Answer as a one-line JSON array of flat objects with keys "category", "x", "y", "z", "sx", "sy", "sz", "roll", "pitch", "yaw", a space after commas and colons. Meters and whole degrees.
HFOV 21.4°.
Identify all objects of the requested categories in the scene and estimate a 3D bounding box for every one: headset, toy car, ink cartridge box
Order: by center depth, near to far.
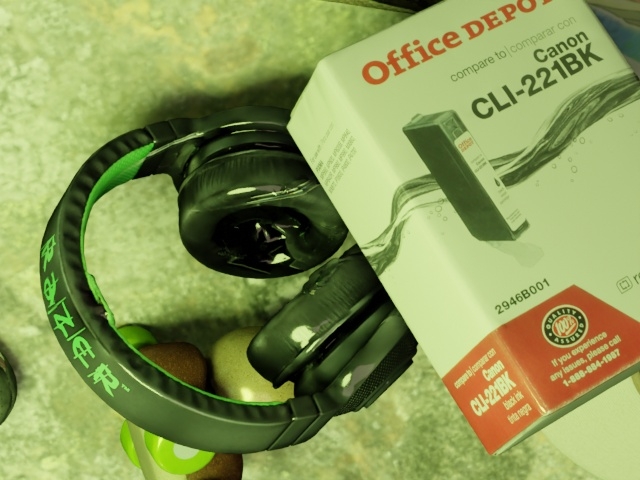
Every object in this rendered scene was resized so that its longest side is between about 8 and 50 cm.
[{"category": "ink cartridge box", "x": 0.133, "y": -0.029, "z": 1.130, "sx": 0.197, "sy": 0.114, "sz": 0.272, "roll": -28, "pitch": 77, "yaw": -21}, {"category": "headset", "x": 0.000, "y": 0.000, "z": 1.198, "sx": 0.394, "sy": 0.243, "sz": 0.185, "roll": -14, "pitch": 156, "yaw": -37}, {"category": "toy car", "x": -0.054, "y": 0.125, "z": 1.305, "sx": 0.188, "sy": 0.155, "sz": 0.149, "roll": -21, "pitch": 120, "yaw": -15}]

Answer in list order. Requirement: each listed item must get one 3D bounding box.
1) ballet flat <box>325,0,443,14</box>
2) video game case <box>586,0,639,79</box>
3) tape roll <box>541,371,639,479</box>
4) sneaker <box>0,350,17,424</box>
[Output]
[{"category": "ballet flat", "x": 0.073, "y": -0.193, "z": 1.208, "sx": 0.250, "sy": 0.058, "sz": 0.084, "roll": 6, "pitch": 116, "yaw": -14}, {"category": "video game case", "x": 0.356, "y": -0.133, "z": 1.257, "sx": 0.329, "sy": 0.036, "sz": 0.300, "roll": -20, "pitch": 128, "yaw": 7}, {"category": "tape roll", "x": 0.340, "y": 0.061, "z": 1.327, "sx": 0.392, "sy": 0.072, "sz": 0.392, "roll": 0, "pitch": 130, "yaw": 0}, {"category": "sneaker", "x": -0.348, "y": 0.100, "z": 1.213, "sx": 0.281, "sy": 0.162, "sz": 0.106, "roll": 27, "pitch": 108, "yaw": -22}]
